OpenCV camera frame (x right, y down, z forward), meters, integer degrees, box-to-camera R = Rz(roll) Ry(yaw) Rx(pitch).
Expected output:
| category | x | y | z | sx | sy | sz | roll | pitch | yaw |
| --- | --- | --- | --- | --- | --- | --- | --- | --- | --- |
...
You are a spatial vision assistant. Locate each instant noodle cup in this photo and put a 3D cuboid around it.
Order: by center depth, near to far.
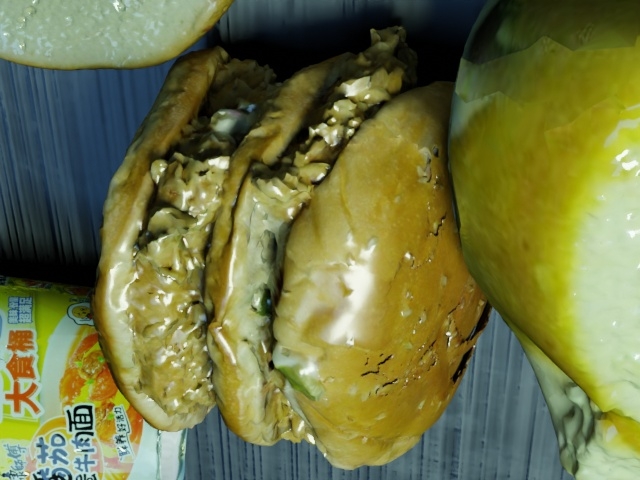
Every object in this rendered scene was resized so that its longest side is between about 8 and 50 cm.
| category | x | y | z | sx | sy | sz | roll | pitch | yaw |
| --- | --- | --- | --- | --- | --- | --- | --- | --- | --- |
| instant noodle cup | -0.172 | 0.120 | 0.937 | 0.153 | 0.205 | 0.205 | 4 | 129 | 1 |

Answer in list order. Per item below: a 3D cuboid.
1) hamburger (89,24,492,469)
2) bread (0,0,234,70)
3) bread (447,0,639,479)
| category | x | y | z | sx | sy | sz | roll | pitch | yaw |
| --- | --- | --- | --- | --- | --- | --- | --- | --- | --- |
| hamburger | -0.010 | -0.003 | 0.783 | 0.211 | 0.245 | 0.260 | 13 | 88 | 17 |
| bread | -0.137 | -0.201 | 0.751 | 0.236 | 0.070 | 0.236 | 7 | 128 | 9 |
| bread | 0.212 | -0.007 | 0.715 | 0.264 | 0.239 | 0.395 | 3 | 131 | 15 |
